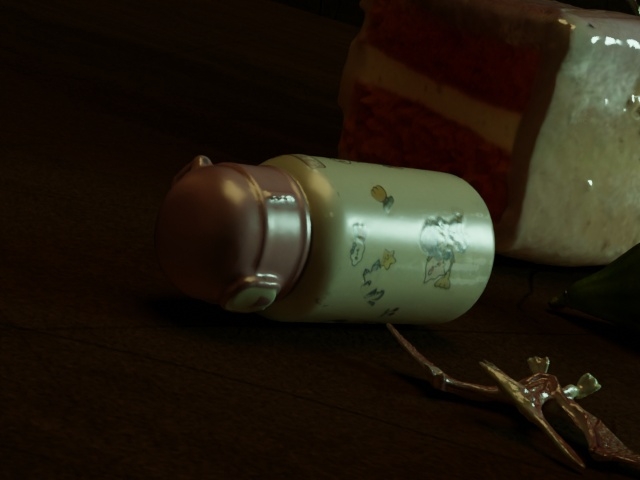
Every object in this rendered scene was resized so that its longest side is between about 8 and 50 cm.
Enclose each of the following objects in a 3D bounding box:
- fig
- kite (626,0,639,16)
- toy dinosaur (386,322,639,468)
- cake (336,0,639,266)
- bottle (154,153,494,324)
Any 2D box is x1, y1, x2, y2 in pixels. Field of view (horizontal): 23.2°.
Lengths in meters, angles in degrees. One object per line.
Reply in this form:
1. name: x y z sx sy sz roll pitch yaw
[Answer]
1. fig: 0.268 0.038 1.213 0.177 0.117 0.117 8 10 13
2. kite: 0.389 -0.128 1.566 0.335 0.011 0.314 54 13 -4
3. toy dinosaur: 0.133 0.096 0.934 0.220 0.032 0.108 24 12 24
4. cake: 0.183 -0.119 1.462 0.230 0.237 0.309 8 14 -35
5. bottle: 0.000 0.000 1.009 0.233 0.110 0.110 4 17 -43
